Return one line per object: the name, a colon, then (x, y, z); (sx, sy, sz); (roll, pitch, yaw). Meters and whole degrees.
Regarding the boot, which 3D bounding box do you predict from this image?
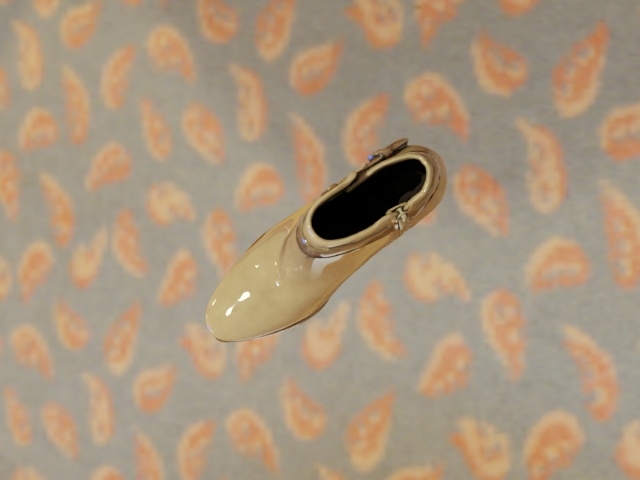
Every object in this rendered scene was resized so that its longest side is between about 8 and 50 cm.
boot: (0.000, 0.000, 0.730); (0.118, 0.087, 0.042); (-38, 86, -4)
